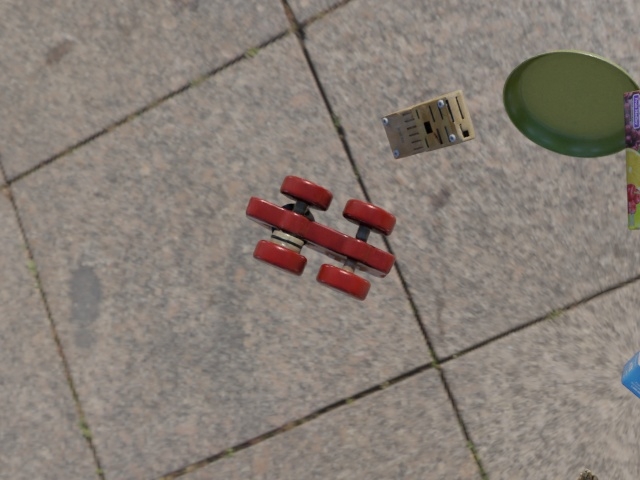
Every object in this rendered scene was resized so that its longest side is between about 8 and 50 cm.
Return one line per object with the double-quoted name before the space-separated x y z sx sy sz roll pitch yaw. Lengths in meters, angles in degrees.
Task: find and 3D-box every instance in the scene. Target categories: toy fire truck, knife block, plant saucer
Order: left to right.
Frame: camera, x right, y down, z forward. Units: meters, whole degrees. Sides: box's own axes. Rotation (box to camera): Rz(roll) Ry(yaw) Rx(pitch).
"toy fire truck" 0.000 0.000 1.776 0.302 0.254 0.169 22 84 -1
"knife block" 0.251 -0.236 1.753 0.276 0.242 0.088 -9 102 56
"plant saucer" 0.428 -0.234 1.549 0.241 0.241 0.037 13 56 21

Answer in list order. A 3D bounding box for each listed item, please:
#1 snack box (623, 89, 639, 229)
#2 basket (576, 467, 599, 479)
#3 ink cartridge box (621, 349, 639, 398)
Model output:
"snack box" 0.353 -0.083 0.913 0.100 0.037 0.141 -4 88 55
"basket" 0.487 0.584 1.597 0.223 0.299 0.213 38 106 5
"ink cartridge box" 0.597 0.195 1.470 0.139 0.082 0.190 40 116 9
